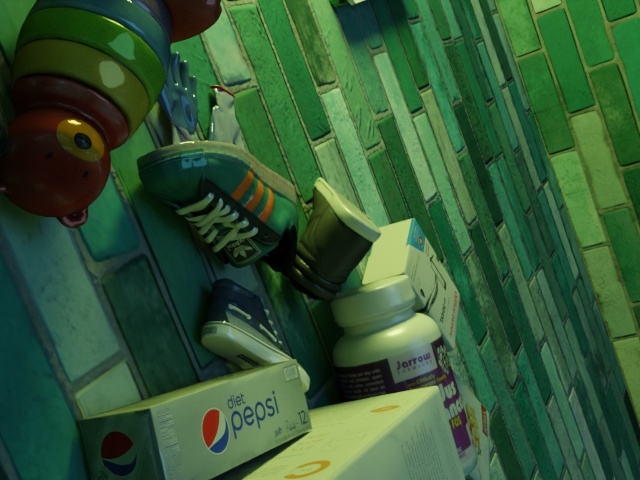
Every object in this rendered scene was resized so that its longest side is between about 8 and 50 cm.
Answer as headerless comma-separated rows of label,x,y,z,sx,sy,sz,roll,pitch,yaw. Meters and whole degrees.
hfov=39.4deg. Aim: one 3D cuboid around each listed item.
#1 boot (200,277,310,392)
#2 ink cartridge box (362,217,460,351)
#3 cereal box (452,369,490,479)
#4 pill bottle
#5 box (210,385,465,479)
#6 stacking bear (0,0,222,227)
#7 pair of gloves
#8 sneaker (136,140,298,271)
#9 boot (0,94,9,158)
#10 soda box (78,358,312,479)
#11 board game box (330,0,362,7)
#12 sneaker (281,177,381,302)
boot,-0.073,0.124,1.141,0.190,0.069,0.086,43,43,-41
ink cartridge box,0.166,0.087,1.583,0.203,0.085,0.148,54,33,-31
cereal box,0.245,0.340,1.631,0.240,0.047,0.173,47,37,-40
pill bottle,0.115,0.212,1.333,0.169,0.169,0.302,-21,93,-62
box,0.009,0.310,1.036,0.345,0.215,0.168,-16,90,-62
stacking bear,-0.239,-0.156,0.905,0.175,0.164,0.289,35,56,-36
pair of gloves,-0.160,-0.159,1.190,0.198,0.023,0.159,27,50,-55
sneaker,-0.110,-0.035,1.121,0.302,0.108,0.121,20,53,-58
boot,-0.383,-0.212,0.694,0.348,0.131,0.260,23,55,-56
soda box,-0.124,0.202,0.977,0.286,0.098,0.091,-6,82,-62
board game box,0.040,-0.680,1.808,0.390,0.050,0.390,67,29,-12
sneaker,0.000,0.000,1.330,0.104,0.147,0.296,37,6,-11
